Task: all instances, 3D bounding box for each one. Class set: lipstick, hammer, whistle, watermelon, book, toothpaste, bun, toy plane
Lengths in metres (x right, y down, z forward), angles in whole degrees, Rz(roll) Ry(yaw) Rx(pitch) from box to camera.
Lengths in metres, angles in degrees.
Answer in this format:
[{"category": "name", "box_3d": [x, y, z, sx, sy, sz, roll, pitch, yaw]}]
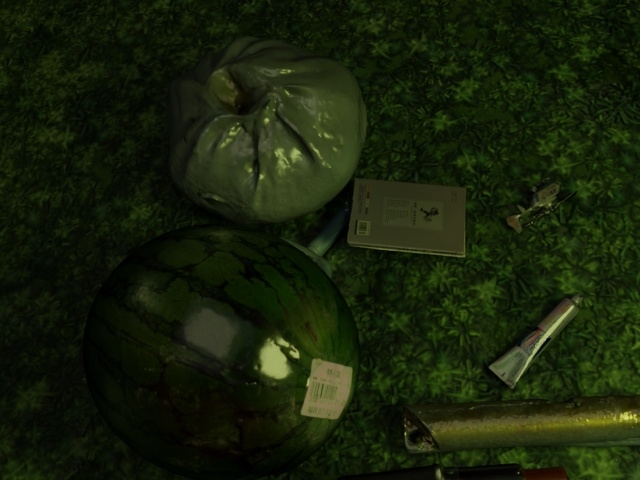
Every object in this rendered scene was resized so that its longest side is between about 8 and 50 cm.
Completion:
[{"category": "lipstick", "box_3d": [0.164, 0.324, 1.042, 0.300, 0.081, 0.081, -9, 59, 8]}, {"category": "hammer", "box_3d": [0.000, 0.000, 1.283, 0.116, 0.069, 0.194, 28, 61, 25]}, {"category": "whistle", "box_3d": [0.270, 0.241, 1.081, 0.327, 0.057, 0.068, -5, 59, 9]}, {"category": "watermelon", "box_3d": [-0.127, 0.142, 1.065, 0.363, 0.363, 0.363, -5, 59, 9]}, {"category": "book", "box_3d": [0.137, -0.038, 1.281, 0.182, 0.014, 0.127, 5, 59, 3]}, {"category": "toothpaste", "box_3d": [0.309, 0.136, 1.153, 0.170, 0.028, 0.045, -42, 68, -11]}, {"category": "bun", "box_3d": [-0.092, -0.196, 1.334, 0.355, 0.194, 0.354, -5, 61, 10]}, {"category": "toy plane", "box_3d": [0.334, -0.057, 1.260, 0.121, 0.031, 0.049, -31, 67, -10]}]
